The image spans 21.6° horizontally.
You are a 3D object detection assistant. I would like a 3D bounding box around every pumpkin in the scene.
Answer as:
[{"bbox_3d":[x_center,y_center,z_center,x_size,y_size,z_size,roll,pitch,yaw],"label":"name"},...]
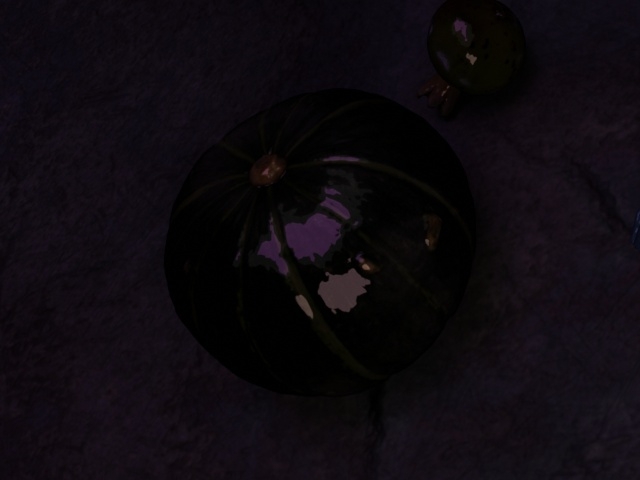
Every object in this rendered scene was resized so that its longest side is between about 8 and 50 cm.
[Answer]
[{"bbox_3d":[0.000,0.000,1.683,0.323,0.241,0.323,-20,50,26],"label":"pumpkin"}]

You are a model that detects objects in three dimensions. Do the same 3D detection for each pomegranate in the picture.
[{"bbox_3d":[0.158,-0.199,1.823,0.142,0.114,0.115,-53,34,33],"label":"pomegranate"}]

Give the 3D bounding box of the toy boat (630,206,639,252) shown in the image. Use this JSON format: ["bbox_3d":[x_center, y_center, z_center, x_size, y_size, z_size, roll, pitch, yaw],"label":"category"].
[{"bbox_3d":[0.360,0.009,1.493,0.102,0.088,0.215,-51,43,9],"label":"toy boat"}]
